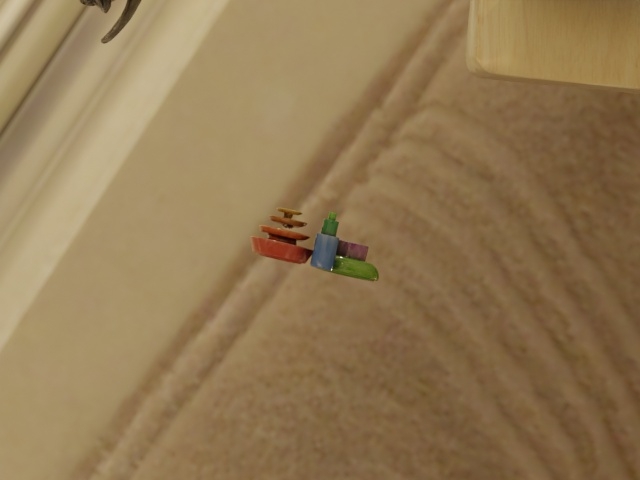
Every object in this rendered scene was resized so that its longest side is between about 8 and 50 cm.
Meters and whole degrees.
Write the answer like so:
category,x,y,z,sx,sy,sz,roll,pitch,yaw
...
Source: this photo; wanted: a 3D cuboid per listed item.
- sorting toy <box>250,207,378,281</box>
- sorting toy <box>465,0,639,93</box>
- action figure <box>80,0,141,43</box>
category,x,y,z,sx,sy,sz,roll,pitch,yaw
sorting toy,0.000,0.000,1.179,0.102,0.042,0.061,14,-3,-14
sorting toy,0.207,-0.191,0.698,0.255,0.257,0.089,5,0,-4
action figure,-0.116,-0.257,1.040,0.141,0.164,0.276,-1,-46,5
